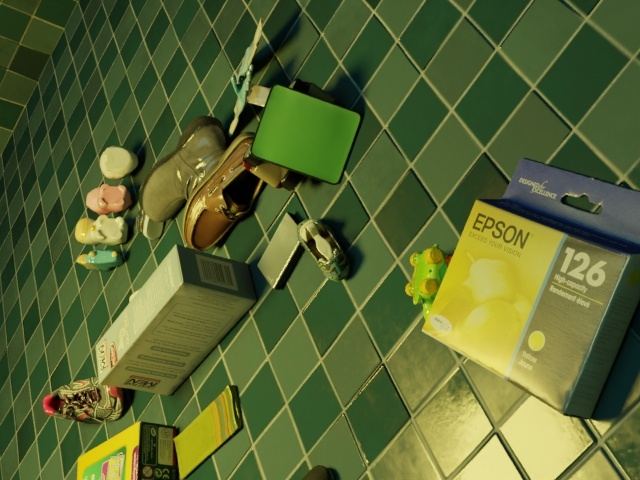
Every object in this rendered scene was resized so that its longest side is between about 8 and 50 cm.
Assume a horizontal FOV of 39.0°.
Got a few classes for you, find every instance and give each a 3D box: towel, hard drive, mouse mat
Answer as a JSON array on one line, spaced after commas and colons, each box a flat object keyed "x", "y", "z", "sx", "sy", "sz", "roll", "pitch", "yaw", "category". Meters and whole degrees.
[{"x": -0.242, "y": 0.406, "z": 1.911, "sx": 0.237, "sy": 0.021, "sz": 0.102, "roll": -46, "pitch": 42, "yaw": 33, "category": "towel"}, {"x": -0.076, "y": 0.022, "z": 1.848, "sx": 0.135, "sy": 0.022, "sz": 0.094, "roll": -61, "pitch": 37, "yaw": 16, "category": "hard drive"}, {"x": -0.029, "y": -0.207, "z": 1.762, "sx": 0.007, "sy": 0.189, "sz": 0.153, "roll": -108, "pitch": 38, "yaw": -87, "category": "mouse mat"}]

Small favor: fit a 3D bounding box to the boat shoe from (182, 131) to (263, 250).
[{"x": -0.211, "y": -0.094, "z": 2.007, "sx": 0.307, "sy": 0.110, "sz": 0.104, "roll": -60, "pitch": 36, "yaw": 18, "category": "boat shoe"}]

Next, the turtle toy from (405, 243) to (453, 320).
[{"x": 0.181, "y": 0.070, "z": 1.437, "sx": 0.095, "sy": 0.066, "sz": 0.130, "roll": 158, "pitch": 122, "yaw": -75, "category": "turtle toy"}]

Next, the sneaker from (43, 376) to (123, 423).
[{"x": -0.598, "y": 0.411, "z": 2.302, "sx": 0.299, "sy": 0.112, "sz": 0.121, "roll": -25, "pitch": 69, "yaw": 44, "category": "sneaker"}]

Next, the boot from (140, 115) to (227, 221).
[{"x": -0.317, "y": -0.116, "z": 2.168, "sx": 0.338, "sy": 0.118, "sz": 0.223, "roll": -54, "pitch": 44, "yaw": 32, "category": "boot"}]

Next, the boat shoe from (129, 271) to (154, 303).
[{"x": -0.360, "y": 0.143, "z": 2.113, "sx": 0.320, "sy": 0.118, "sz": 0.103, "roll": -30, "pitch": 59, "yaw": 49, "category": "boat shoe"}]

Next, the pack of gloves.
[{"x": -0.189, "y": -0.377, "z": 2.083, "sx": 0.232, "sy": 0.046, "sz": 0.195, "roll": 129, "pitch": 150, "yaw": -64, "category": "pack of gloves"}]

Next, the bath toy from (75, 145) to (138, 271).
[{"x": -0.594, "y": -0.093, "z": 2.529, "sx": 0.129, "sy": 0.151, "sz": 0.348, "roll": 101, "pitch": 176, "yaw": -75, "category": "bath toy"}]

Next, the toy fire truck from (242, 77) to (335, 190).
[{"x": -0.090, "y": -0.237, "z": 1.890, "sx": 0.217, "sy": 0.158, "sz": 0.246, "roll": -57, "pitch": 15, "yaw": 2, "category": "toy fire truck"}]

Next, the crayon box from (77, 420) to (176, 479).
[{"x": -0.440, "y": 0.626, "z": 2.013, "sx": 0.313, "sy": 0.106, "sz": 0.363, "roll": -35, "pitch": 49, "yaw": 42, "category": "crayon box"}]

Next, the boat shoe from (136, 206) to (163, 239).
[{"x": -0.436, "y": -0.097, "z": 2.355, "sx": 0.083, "sy": 0.065, "sz": 0.183, "roll": 18, "pitch": 91, "yaw": 54, "category": "boat shoe"}]

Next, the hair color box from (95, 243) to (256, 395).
[{"x": -0.323, "y": 0.184, "z": 1.973, "sx": 0.374, "sy": 0.185, "sz": 0.114, "roll": -48, "pitch": 42, "yaw": 31, "category": "hair color box"}]

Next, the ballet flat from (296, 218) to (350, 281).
[{"x": 0.000, "y": 0.000, "z": 1.713, "sx": 0.070, "sy": 0.070, "sz": 0.188, "roll": -59, "pitch": 41, "yaw": 18, "category": "ballet flat"}]

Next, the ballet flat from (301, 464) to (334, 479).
[{"x": -0.052, "y": 0.519, "z": 1.536, "sx": 0.095, "sy": 0.096, "sz": 0.280, "roll": 7, "pitch": 81, "yaw": 55, "category": "ballet flat"}]

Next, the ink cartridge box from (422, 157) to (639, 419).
[{"x": 0.308, "y": 0.048, "z": 1.275, "sx": 0.303, "sy": 0.072, "sz": 0.307, "roll": 28, "pitch": 100, "yaw": 55, "category": "ink cartridge box"}]
